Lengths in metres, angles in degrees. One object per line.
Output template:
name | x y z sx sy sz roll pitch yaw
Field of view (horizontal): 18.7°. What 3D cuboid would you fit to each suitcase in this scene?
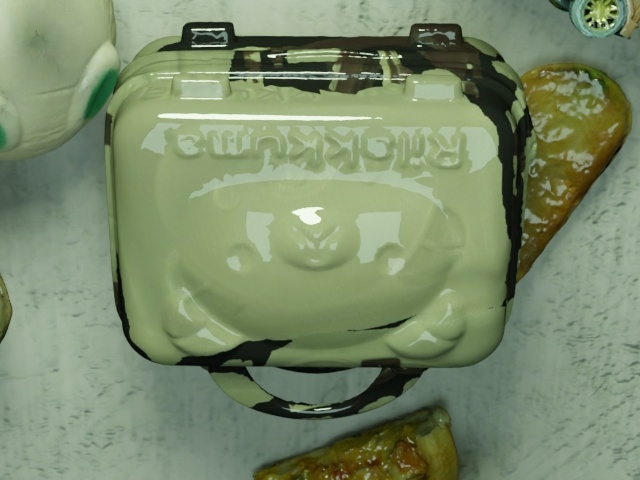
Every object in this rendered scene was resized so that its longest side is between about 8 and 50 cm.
suitcase | 0.000 0.000 1.615 0.351 0.194 0.339 1 120 0

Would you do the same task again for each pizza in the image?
pizza | 0.028 0.265 1.893 0.197 0.058 0.292 22 120 -19

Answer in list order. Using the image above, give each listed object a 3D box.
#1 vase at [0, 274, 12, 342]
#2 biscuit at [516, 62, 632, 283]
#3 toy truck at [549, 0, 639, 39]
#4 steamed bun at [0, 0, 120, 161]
vase | -0.431 -0.032 1.572 0.302 0.241 0.329 -15 99 -9
biscuit | 0.177 -0.054 1.705 0.118 0.029 0.247 27 119 -14
toy truck | 0.159 -0.271 1.450 0.256 0.108 0.140 33 102 -17
steamed bun | -0.238 -0.162 1.503 0.177 0.131 0.228 -16 124 -26
